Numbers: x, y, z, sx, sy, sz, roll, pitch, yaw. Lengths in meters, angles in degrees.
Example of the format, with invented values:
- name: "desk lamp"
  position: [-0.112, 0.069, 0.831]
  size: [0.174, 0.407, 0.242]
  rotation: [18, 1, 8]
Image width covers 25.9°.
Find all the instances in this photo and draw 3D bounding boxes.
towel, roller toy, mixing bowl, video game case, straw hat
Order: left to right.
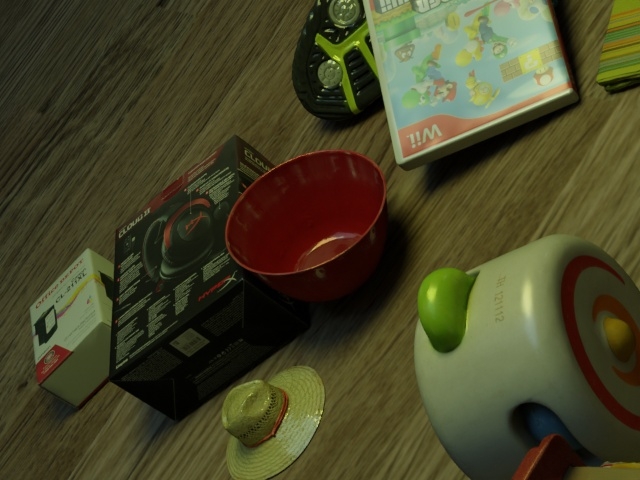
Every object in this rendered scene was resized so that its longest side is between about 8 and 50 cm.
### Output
- name: "straw hat"
  position: [-0.068, 0.180, 1.459]
  size: [0.144, 0.061, 0.144]
  rotation: [-34, 36, 29]
- name: "mixing bowl"
  position: [0.000, 0.000, 1.491]
  size: [0.181, 0.098, 0.181]
  rotation: [-16, 41, 14]
- name: "video game case"
  position: [0.150, -0.235, 1.502]
  size: [0.204, 0.025, 0.285]
  rotation: [-22, 62, 23]
- name: "roller toy"
  position: [0.184, 0.098, 1.096]
  size: [0.146, 0.209, 0.191]
  rotation: [-27, 75, 35]
- name: "towel"
  position: [0.345, -0.254, 1.399]
  size: [0.102, 0.021, 0.237]
  rotation: [-10, 50, 41]

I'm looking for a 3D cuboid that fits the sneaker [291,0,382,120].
- name: "sneaker"
  position: [0.101, -0.311, 1.689]
  size: [0.384, 0.145, 0.147]
  rotation: [-58, -11, 11]

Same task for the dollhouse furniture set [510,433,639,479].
- name: "dollhouse furniture set"
  position: [0.278, 0.111, 0.834]
  size: [0.201, 0.152, 0.374]
  rotation: [-8, 36, 50]

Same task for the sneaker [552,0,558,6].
- name: "sneaker"
  position: [0.184, -0.264, 1.546]
  size: [0.240, 0.091, 0.126]
  rotation: [-51, 32, 1]

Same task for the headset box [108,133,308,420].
- name: "headset box"
  position: [-0.136, 0.030, 1.648]
  size: [0.218, 0.110, 0.293]
  rotation: [-37, 35, 23]

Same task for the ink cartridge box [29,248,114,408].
- name: "ink cartridge box"
  position: [-0.311, 0.113, 1.827]
  size: [0.127, 0.072, 0.175]
  rotation: [-45, 33, 14]
